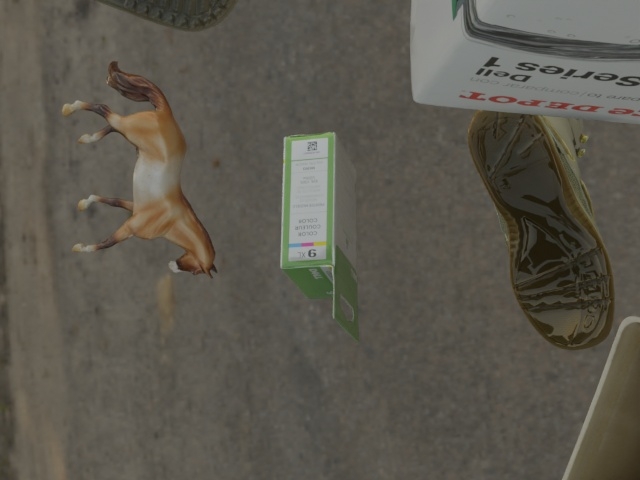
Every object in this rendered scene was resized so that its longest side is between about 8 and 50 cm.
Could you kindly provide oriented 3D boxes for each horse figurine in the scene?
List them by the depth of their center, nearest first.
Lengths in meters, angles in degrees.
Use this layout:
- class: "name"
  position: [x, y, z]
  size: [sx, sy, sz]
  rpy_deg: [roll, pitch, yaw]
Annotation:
- class: "horse figurine"
  position: [-0.217, -0.083, 1.268]
  size: [0.174, 0.066, 0.263]
  rpy_deg: [2, 99, 15]

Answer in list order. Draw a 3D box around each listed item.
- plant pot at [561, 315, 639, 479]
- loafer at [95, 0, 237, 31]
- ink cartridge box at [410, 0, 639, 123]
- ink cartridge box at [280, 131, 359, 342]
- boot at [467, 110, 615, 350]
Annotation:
- class: "plant pot"
  position: [0.183, 0.102, 0.465]
  size: [0.109, 0.096, 0.109]
  rpy_deg: [27, 106, 38]
- class: "loafer"
  position: [-0.181, -0.231, 0.752]
  size: [0.102, 0.268, 0.092]
  rpy_deg: [-60, 11, 28]
- class: "ink cartridge box"
  position: [0.131, -0.110, 0.358]
  size: [0.219, 0.160, 0.093]
  rpy_deg: [130, 144, -78]
- class: "ink cartridge box"
  position: [0.000, 0.000, 1.144]
  size: [0.062, 0.109, 0.209]
  rpy_deg: [-5, 69, 13]
- class: "boot"
  position: [0.185, -0.036, 0.846]
  size: [0.077, 0.165, 0.213]
  rpy_deg: [-17, 109, 23]
